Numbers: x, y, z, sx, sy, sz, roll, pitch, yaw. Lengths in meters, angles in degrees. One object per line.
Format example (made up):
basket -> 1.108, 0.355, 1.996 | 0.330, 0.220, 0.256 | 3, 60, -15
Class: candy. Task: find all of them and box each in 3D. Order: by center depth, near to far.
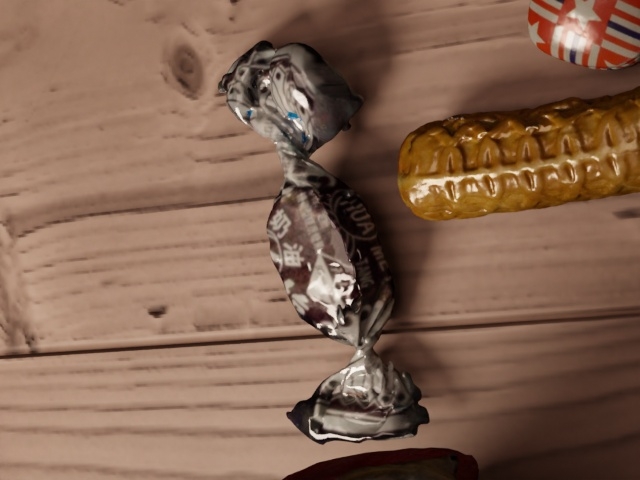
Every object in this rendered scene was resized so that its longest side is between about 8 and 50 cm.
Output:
candy -> 0.000, 0.000, 0.900 | 0.094, 0.051, 0.226 | -24, 78, 39

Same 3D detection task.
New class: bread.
bread -> 0.109, -0.042, 0.835 | 0.157, 0.044, 0.052 | -9, 84, 29

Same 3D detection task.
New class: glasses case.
glasses case -> 0.151, -0.176, 0.804 | 0.073, 0.049, 0.194 | 19, 101, 28

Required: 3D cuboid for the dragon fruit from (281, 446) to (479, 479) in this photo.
dragon fruit -> 0.027, 0.246, 0.723 | 0.329, 0.329, 0.329 | 1, 92, 30
